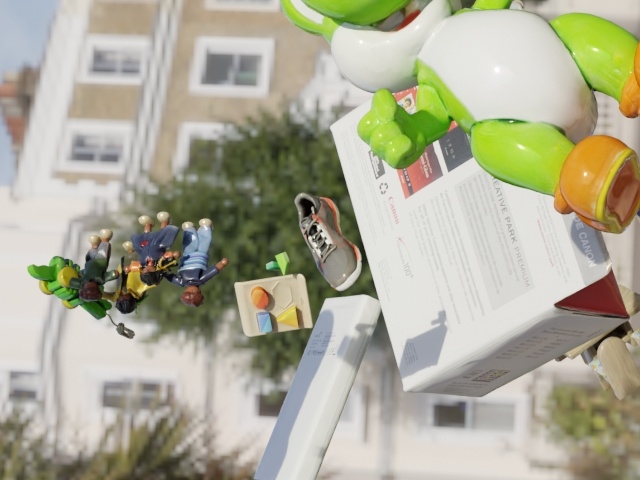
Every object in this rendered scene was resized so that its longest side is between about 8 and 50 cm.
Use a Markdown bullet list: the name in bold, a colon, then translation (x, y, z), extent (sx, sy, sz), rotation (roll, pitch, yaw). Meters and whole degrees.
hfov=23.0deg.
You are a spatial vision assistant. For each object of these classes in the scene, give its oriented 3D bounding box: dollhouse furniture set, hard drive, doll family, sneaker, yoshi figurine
- **dollhouse furniture set**: translation (0.419, 0.067, 2.205), extent (0.161, 0.242, 0.212), rotation (60, 169, -24)
- **hard drive**: translation (-0.005, 0.234, 2.407), extent (0.308, 0.040, 0.203), rotation (-68, 15, -10)
- **doll family**: translation (-0.201, 0.035, 1.842), extent (0.076, 0.193, 0.111), rotation (46, -145, -39)
- **sneaker**: translation (0.000, 0.000, 2.029), extent (0.065, 0.061, 0.158), rotation (28, -154, -43)
- **yoshi figurine**: translation (0.099, -0.161, 1.188), extent (0.203, 0.362, 0.203), rotation (-25, -45, -45)

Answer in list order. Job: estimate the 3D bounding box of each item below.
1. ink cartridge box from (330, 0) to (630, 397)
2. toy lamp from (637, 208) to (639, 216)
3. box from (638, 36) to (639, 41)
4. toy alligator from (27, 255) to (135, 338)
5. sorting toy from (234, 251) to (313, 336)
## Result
- **ink cartridge box**: translation (0.177, -0.037, 1.570), extent (0.130, 0.272, 0.310), rotation (9, -122, -44)
- **toy lamp**: translation (0.459, -0.122, 1.774), extent (0.275, 0.080, 0.080), rotation (-50, 10, 25)
- **box**: translation (0.437, -0.224, 1.968), extent (0.062, 0.083, 0.052), rotation (-55, -41, -25)
- **toy alligator**: translation (-0.325, 0.070, 2.179), extent (0.189, 0.056, 0.051), rotation (37, -128, -30)
- **sorting toy**: translation (-0.042, 0.046, 1.343), extent (0.012, 0.062, 0.083), rotation (-90, -7, -57)
